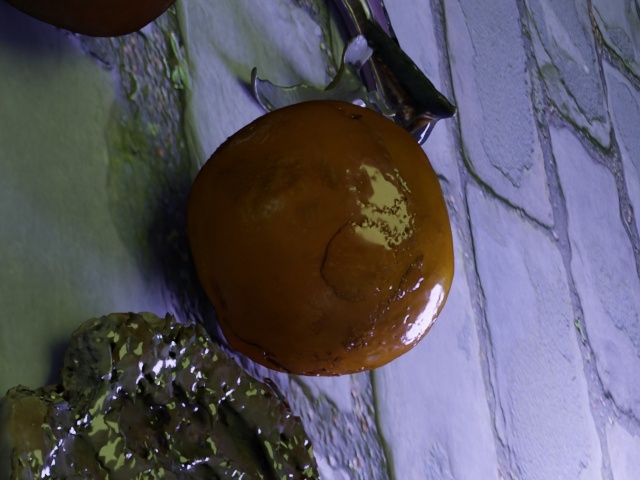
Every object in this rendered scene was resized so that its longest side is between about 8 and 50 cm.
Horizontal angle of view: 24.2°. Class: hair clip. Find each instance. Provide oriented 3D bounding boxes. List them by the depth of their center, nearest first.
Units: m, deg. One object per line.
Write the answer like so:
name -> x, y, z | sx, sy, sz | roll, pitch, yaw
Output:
hair clip -> 0.049, -0.264, 1.686 | 0.110, 0.095, 0.358 | -23, 82, -27

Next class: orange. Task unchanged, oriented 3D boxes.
orange -> 0.000, 0.000, 1.252 | 0.240, 0.240, 0.240 | 38, 41, -44

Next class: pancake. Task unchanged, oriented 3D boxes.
pancake -> -0.103, 0.224, 1.085 | 0.382, 0.071, 0.382 | 37, 42, -43

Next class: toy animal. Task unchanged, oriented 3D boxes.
toy animal -> 0.021, -0.123, 1.503 | 0.219, 0.095, 0.155 | 6, 63, -58

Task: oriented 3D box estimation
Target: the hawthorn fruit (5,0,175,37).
hawthorn fruit -> -0.171, -0.251, 1.178 | 0.251, 0.199, 0.199 | 44, 32, -71
